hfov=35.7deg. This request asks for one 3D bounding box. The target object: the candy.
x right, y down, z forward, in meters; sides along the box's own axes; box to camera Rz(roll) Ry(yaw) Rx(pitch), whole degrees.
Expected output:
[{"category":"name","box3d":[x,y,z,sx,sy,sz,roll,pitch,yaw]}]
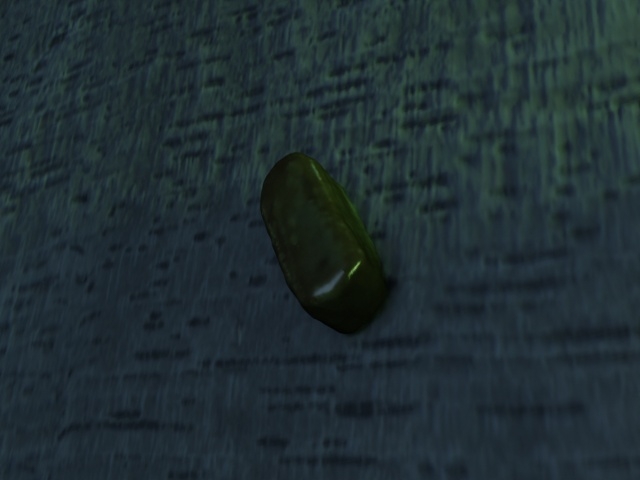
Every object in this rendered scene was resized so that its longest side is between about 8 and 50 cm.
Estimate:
[{"category":"candy","box3d":[0.000,0.000,1.220,0.102,0.104,0.234,-36,49,11]}]
